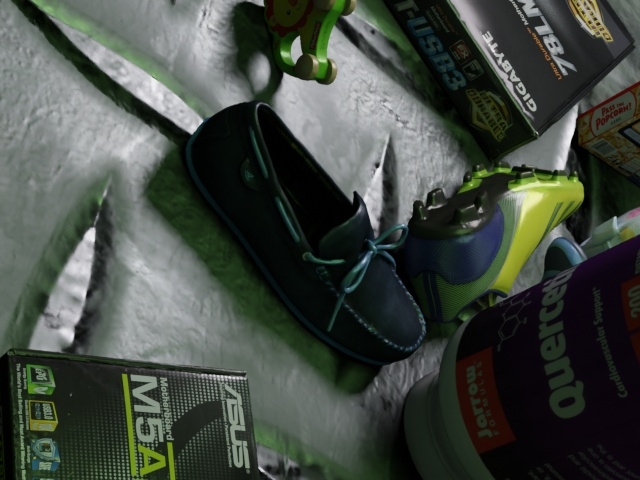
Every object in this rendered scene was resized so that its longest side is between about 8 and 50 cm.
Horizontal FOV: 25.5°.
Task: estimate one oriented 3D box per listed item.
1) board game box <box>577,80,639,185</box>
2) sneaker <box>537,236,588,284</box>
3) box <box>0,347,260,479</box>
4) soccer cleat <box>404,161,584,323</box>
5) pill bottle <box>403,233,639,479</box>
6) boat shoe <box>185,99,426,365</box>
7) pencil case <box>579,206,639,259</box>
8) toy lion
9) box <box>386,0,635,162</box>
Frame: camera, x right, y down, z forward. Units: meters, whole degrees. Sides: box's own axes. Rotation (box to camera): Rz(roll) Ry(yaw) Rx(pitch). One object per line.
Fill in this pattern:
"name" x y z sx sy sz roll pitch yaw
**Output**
"board game box" 0.403 -0.130 1.551 0.147 0.193 0.045 29 49 -33
"sneaker" 0.218 0.068 1.319 0.059 0.053 0.144 3 88 -30
"box" -0.122 0.171 0.923 0.184 0.045 0.191 9 60 -33
"soccer cleat" 0.164 -0.002 1.328 0.289 0.093 0.121 -23 115 -55
"pill bottle" 0.220 0.110 1.111 0.181 0.323 0.181 25 50 -34
"boat shoe" 0.000 0.000 1.132 0.258 0.089 0.109 43 42 -19
"pencil case" 0.370 0.092 1.445 0.124 0.113 0.273 -25 86 -37
"toy lion" -0.018 -0.195 1.246 0.034 0.096 0.100 5 104 -44
"box" 0.185 -0.267 1.507 0.295 0.073 0.293 56 39 -4
